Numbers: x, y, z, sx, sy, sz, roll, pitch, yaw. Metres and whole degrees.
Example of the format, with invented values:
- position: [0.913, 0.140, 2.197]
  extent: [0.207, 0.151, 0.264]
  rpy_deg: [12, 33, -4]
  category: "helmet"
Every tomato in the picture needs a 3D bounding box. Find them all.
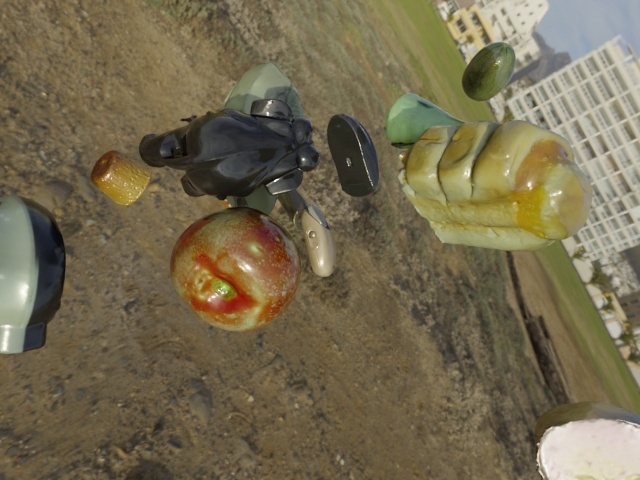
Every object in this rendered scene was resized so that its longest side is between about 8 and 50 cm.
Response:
- position: [-0.172, 0.052, 0.885]
  extent: [0.270, 0.270, 0.222]
  rpy_deg: [54, 27, -15]
  category: "tomato"

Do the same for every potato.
- position: [0.515, 0.389, 0.763]
  extent: [0.266, 0.229, 0.229]
  rpy_deg: [3, 63, -66]
  category: "potato"

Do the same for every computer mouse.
- position: [0.108, -0.269, 1.289]
  extent: [0.086, 0.138, 0.269]
  rpy_deg: [-36, 115, -40]
  category: "computer mouse"
- position: [-0.188, -0.260, 1.113]
  extent: [0.228, 0.428, 0.145]
  rpy_deg: [25, 27, 22]
  category: "computer mouse"
- position: [0.000, 0.000, 1.336]
  extent: [0.145, 0.082, 0.236]
  rpy_deg: [20, 58, -75]
  category: "computer mouse"

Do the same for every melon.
- position: [0.432, -0.432, 1.069]
  extent: [0.114, 0.167, 0.114]
  rpy_deg: [5, 65, -12]
  category: "melon"

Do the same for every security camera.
- position: [-0.476, 0.032, 0.470]
  extent: [0.277, 0.197, 0.191]
  rpy_deg: [2, 99, -53]
  category: "security camera"

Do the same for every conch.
- position: [0.266, -0.306, 1.120]
  extent: [0.144, 0.137, 0.250]
  rpy_deg: [-4, 40, -28]
  category: "conch"

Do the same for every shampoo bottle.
- position: [-0.134, -0.189, 1.588]
  extent: [0.350, 0.084, 0.125]
  rpy_deg: [57, -19, 37]
  category: "shampoo bottle"

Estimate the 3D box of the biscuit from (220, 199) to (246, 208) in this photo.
- position: [-0.251, -0.075, 1.460]
  extent: [0.295, 0.044, 0.186]
  rpy_deg: [62, 29, -9]
  category: "biscuit"

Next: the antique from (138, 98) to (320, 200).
- position: [-0.167, -0.176, 0.848]
  extent: [0.322, 0.255, 0.185]
  rpy_deg: [-22, 105, -42]
  category: "antique"

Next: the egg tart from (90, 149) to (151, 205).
- position: [-0.760, -0.250, 1.562]
  extent: [0.147, 0.203, 0.202]
  rpy_deg: [41, 34, -48]
  category: "egg tart"

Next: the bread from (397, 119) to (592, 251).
- position: [0.355, -0.122, 0.822]
  extent: [0.300, 0.341, 0.210]
  rpy_deg: [39, 74, -27]
  category: "bread"

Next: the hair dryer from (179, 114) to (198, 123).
- position: [-0.389, -0.357, 1.536]
  extent: [0.341, 0.312, 0.123]
  rpy_deg: [24, 30, 16]
  category: "hair dryer"
